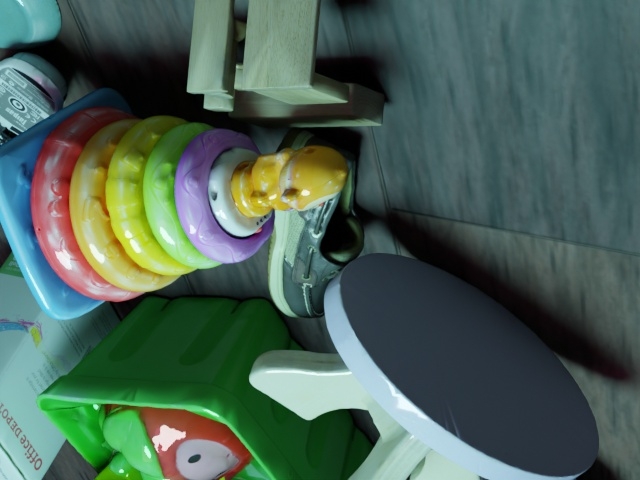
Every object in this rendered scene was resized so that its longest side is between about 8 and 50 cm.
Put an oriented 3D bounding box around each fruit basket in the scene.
[{"bbox_3d":[-0.139,0.284,1.436,0.283,0.392,0.392,0,139,34],"label":"fruit basket"}]

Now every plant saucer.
[{"bbox_3d":[-0.274,-0.198,1.165,0.119,0.021,0.119,18,147,12],"label":"plant saucer"}]

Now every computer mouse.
[{"bbox_3d":[-0.265,-0.123,1.251,0.106,0.042,0.193,40,151,-13],"label":"computer mouse"}]

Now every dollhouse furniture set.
[{"bbox_3d":[-0.023,-0.158,1.046,0.144,0.123,0.151,2,175,33],"label":"dollhouse furniture set"}]

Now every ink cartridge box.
[{"bbox_3d":[-0.310,0.131,1.474,0.093,0.212,0.154,10,144,23],"label":"ink cartridge box"}]

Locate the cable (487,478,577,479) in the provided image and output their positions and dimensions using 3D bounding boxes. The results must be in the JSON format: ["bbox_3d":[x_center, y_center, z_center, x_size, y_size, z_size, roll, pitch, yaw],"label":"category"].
[{"bbox_3d":[0.163,0.319,1.423,0.257,0.089,0.257,-18,135,-7],"label":"cable"}]

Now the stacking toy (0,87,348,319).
[{"bbox_3d":[-0.098,-0.037,1.104,0.302,0.175,0.165,-5,114,38],"label":"stacking toy"}]

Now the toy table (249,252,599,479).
[{"bbox_3d":[0.085,0.147,1.224,0.274,0.252,0.161,42,129,-5],"label":"toy table"}]

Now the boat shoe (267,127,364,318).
[{"bbox_3d":[0.000,-0.001,1.201,0.073,0.080,0.223,19,143,19],"label":"boat shoe"}]
